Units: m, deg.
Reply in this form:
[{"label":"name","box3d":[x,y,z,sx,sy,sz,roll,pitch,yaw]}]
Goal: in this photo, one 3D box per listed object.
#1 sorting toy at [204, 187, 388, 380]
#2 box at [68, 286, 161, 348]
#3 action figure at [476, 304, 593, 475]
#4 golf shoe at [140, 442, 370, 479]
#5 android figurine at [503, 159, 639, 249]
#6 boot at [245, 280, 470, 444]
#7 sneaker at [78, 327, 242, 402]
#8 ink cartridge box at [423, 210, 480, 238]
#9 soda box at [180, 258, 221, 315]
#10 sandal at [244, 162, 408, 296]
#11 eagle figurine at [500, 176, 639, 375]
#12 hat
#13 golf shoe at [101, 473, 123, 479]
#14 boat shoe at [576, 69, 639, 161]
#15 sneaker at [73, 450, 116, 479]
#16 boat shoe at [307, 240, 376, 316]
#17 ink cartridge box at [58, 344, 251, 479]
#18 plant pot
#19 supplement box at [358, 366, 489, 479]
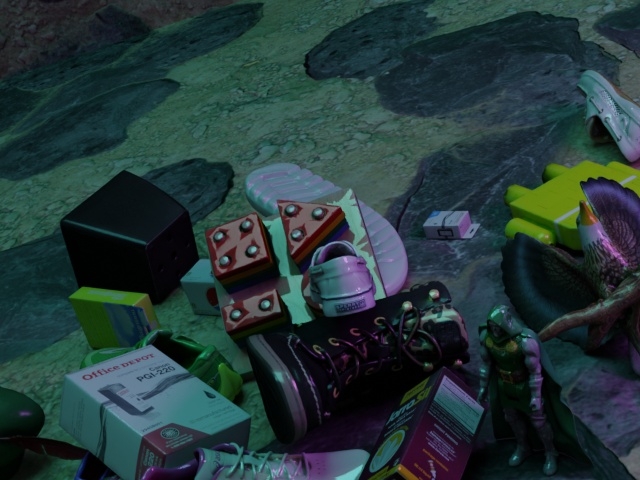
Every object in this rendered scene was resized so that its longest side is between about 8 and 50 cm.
[{"label":"sorting toy","box3d":[-0.045,0.048,1.721,0.255,0.089,0.257,-20,56,6]},{"label":"box","box3d":[-0.328,0.136,1.854,0.178,0.109,0.042,4,34,37]},{"label":"action figure","box3d":[0.231,0.171,1.310,0.137,0.232,0.063,5,36,39]},{"label":"golf shoe","box3d":[-0.079,0.304,1.366,0.306,0.140,0.115,-18,26,-2]},{"label":"android figurine","box3d":[0.421,-0.054,1.788,0.248,0.056,0.273,-29,29,-19]},{"label":"boot","box3d":[0.054,0.151,1.476,0.284,0.138,0.377,-17,-2,-4]},{"label":"sneaker","box3d":[-0.249,0.183,1.704,0.295,0.123,0.109,0,33,33]},{"label":"ink cartridge box","box3d":[0.222,-0.027,1.891,0.083,0.028,0.048,0,34,31]},{"label":"soda box","box3d":[-0.123,0.080,1.865,0.216,0.074,0.069,1,34,33]},{"label":"sandal","box3d":[0.014,-0.005,1.906,0.169,0.102,0.416,-20,41,-21]},{"label":"eagle figurine","box3d":[0.380,0.040,1.503,0.226,0.225,0.298,9,10,-2]},{"label":"hat","box3d":[-0.424,0.248,1.614,0.183,0.208,0.173,-25,49,25]},{"label":"golf shoe","box3d":[-0.247,0.335,1.489,0.086,0.067,0.186,-4,31,23]},{"label":"boat shoe","box3d":[0.509,-0.221,1.993,0.096,0.098,0.277,-46,25,12]},{"label":"sneaker","box3d":[-0.289,0.297,1.564,0.068,0.071,0.170,23,44,6]},{"label":"boat shoe","box3d":[0.029,0.041,1.506,0.095,0.084,0.258,-13,5,-6]},{"label":"ink cartridge box","box3d":[-0.224,0.243,1.510,0.218,0.092,0.158,27,29,35]},{"label":"plant pot","box3d":[-0.329,0.009,2.024,0.167,0.187,0.188,15,41,29]},{"label":"supplement box","box3d":[0.120,0.255,1.346,0.104,0.081,0.188,-44,8,40]}]
